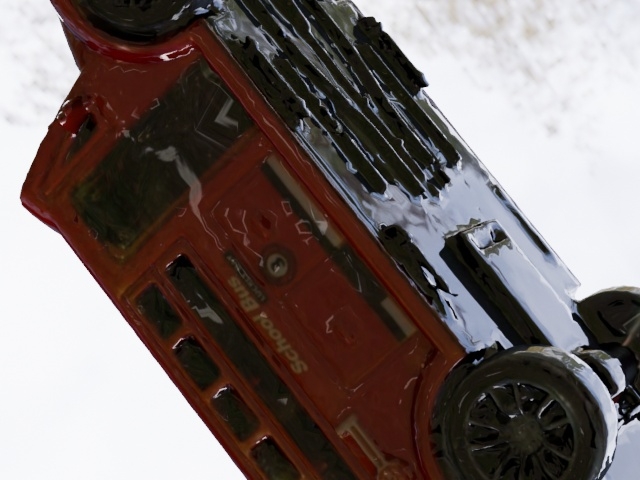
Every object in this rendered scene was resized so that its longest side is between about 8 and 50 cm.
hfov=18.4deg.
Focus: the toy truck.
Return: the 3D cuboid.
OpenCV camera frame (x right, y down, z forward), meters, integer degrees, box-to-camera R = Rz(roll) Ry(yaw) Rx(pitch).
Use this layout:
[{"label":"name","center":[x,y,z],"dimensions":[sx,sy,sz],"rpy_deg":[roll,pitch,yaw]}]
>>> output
[{"label":"toy truck","center":[0.000,0.000,0.584],"dimensions":[0.114,0.107,0.253],"rpy_deg":[-43,-100,25]}]
